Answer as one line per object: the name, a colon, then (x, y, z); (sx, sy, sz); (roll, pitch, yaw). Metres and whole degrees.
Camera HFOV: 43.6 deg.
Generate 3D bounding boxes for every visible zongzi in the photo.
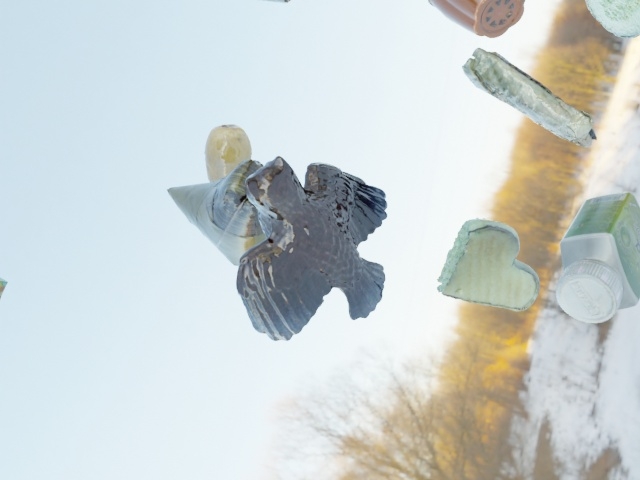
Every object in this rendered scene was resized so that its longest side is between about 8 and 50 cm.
zongzi: (-0.210, -0.092, 1.586); (0.154, 0.317, 0.289); (-54, -17, -26)

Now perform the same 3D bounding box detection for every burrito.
burrito: (0.230, -0.160, 0.886); (0.042, 0.171, 0.051); (-44, -23, -8)

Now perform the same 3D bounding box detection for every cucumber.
cucumber: (0.416, -0.338, 1.081); (0.063, 0.115, 0.244); (-48, -4, 6)

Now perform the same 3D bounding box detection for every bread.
bread: (0.288, 0.055, 1.423); (0.232, 0.172, 0.064); (51, -162, -33)

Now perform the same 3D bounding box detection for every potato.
potato: (-0.219, -0.192, 1.899); (0.109, 0.118, 0.178); (-40, -37, -53)

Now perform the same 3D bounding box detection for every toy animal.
toy animal: (-0.004, -0.006, 0.832); (0.218, 0.116, 0.179); (-50, -39, -22)

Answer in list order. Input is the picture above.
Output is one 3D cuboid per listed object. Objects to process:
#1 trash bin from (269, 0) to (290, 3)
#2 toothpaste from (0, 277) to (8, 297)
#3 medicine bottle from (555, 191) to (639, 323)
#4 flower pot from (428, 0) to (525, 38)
trash bin: (-0.117, -0.531, 1.521); (0.175, 0.161, 0.175); (16, -90, -85)
toothpaste: (-0.678, 0.082, 1.537); (0.043, 0.037, 0.178); (-64, -20, -1)
medicine bottle: (0.418, 0.031, 1.177); (0.188, 0.088, 0.132); (-47, -63, -42)
flower pot: (0.344, -0.535, 1.718); (0.191, 0.190, 0.173); (84, 162, -50)
